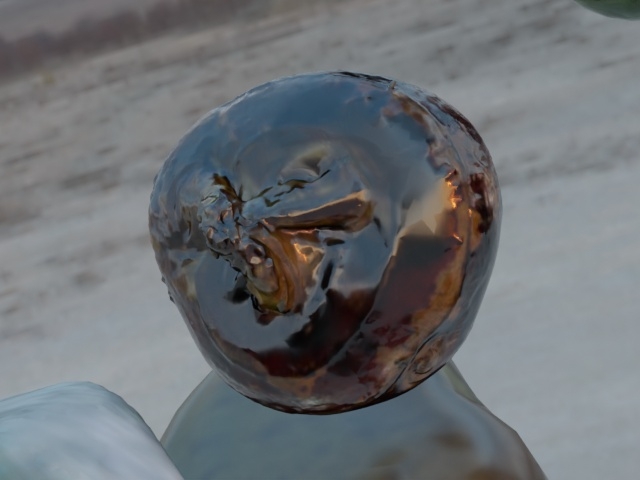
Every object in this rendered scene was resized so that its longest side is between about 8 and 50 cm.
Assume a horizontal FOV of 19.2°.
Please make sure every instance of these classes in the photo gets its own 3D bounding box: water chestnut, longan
[{"bbox_3d":[0.000,0.000,1.183,0.223,0.224,0.238,-14,-8,17],"label":"water chestnut"},{"bbox_3d":[0.024,0.258,1.547,0.336,0.405,0.404,20,-16,-37],"label":"longan"}]

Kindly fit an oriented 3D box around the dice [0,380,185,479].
[{"bbox_3d":[-0.180,0.266,0.750,0.330,0.348,0.328,-22,0,-20],"label":"dice"}]

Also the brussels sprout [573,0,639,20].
[{"bbox_3d":[0.258,-0.259,1.483,0.180,0.162,0.144,-23,-12,25],"label":"brussels sprout"}]
